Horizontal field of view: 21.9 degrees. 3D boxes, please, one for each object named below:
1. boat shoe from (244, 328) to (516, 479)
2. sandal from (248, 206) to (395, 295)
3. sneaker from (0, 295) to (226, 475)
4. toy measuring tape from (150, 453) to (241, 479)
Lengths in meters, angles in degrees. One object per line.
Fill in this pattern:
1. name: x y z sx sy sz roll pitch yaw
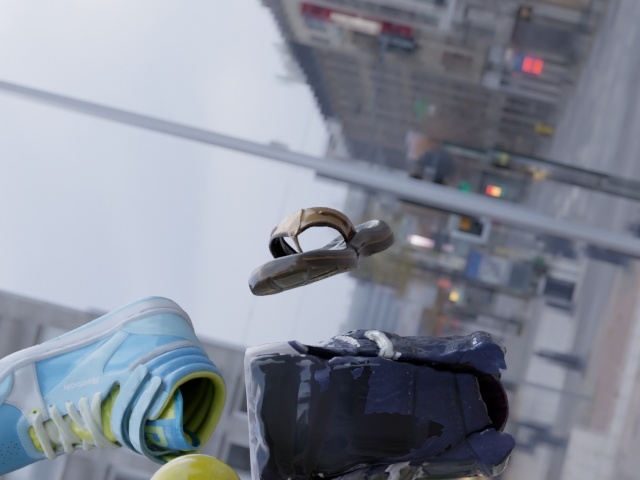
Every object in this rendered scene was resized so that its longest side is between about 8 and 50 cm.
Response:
1. boat shoe: 0.039 0.123 1.066 0.340 0.158 0.127 86 180 -84
2. sandal: 0.000 0.000 1.341 0.219 0.090 0.060 -24 -85 -64
3. sneaker: -0.249 0.195 1.809 0.208 0.319 0.127 42 159 49
4. toy measuring tape: -0.024 0.234 0.687 0.121 0.121 0.330 -65 -26 -64
